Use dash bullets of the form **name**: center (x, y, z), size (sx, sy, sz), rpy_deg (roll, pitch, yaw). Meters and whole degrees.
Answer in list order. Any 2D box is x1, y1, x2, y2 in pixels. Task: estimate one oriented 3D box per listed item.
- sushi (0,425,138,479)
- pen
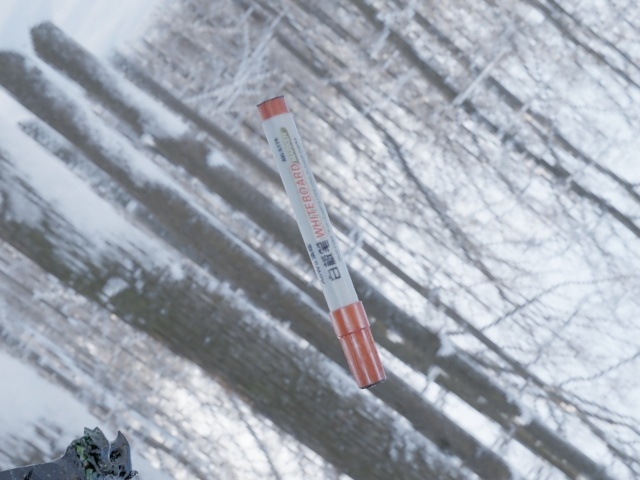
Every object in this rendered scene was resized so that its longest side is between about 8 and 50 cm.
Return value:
- **sushi**: center (-0.172, 0.172, 0.746), size (0.084, 0.056, 0.083), rpy_deg (-30, 163, 3)
- **pen**: center (0.000, 0.000, 0.830), size (0.028, 0.239, 0.028), rpy_deg (-20, 174, -2)
